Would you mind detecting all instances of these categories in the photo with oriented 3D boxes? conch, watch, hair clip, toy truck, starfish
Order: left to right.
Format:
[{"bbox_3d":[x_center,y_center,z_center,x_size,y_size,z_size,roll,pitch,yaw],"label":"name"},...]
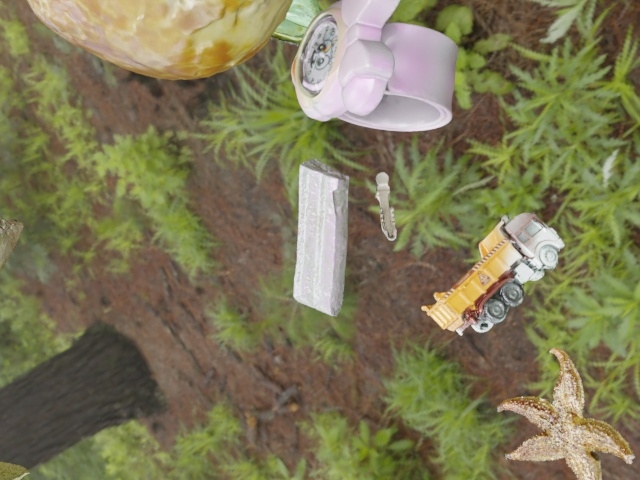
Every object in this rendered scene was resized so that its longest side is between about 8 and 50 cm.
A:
[{"bbox_3d":[-0.074,-0.422,1.684,0.170,0.079,0.106,3,116,5],"label":"conch"},{"bbox_3d":[0.156,-0.063,2.102,0.226,0.034,0.072,-95,3,-46],"label":"hair clip"},{"bbox_3d":[0.098,-0.246,1.229,0.248,0.217,0.211,-10,72,60],"label":"watch"},{"bbox_3d":[0.322,0.064,1.637,0.135,0.270,0.114,47,161,8],"label":"toy truck"},{"bbox_3d":[0.365,0.283,1.336,0.227,0.043,0.241,-10,80,43],"label":"starfish"}]

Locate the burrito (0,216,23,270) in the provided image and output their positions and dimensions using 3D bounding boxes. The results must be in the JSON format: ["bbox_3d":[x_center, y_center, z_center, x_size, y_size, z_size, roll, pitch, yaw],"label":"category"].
[{"bbox_3d":[-0.332,0.049,0.809,0.051,0.171,0.042,37,167,-39],"label":"burrito"}]

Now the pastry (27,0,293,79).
[{"bbox_3d":[-0.207,-0.366,1.102,0.388,0.388,0.313,39,100,25],"label":"pastry"}]

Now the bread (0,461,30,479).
[{"bbox_3d":[-0.401,0.307,1.052,0.109,0.084,0.080,2,93,23],"label":"bread"}]

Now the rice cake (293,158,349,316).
[{"bbox_3d":[0.001,-0.001,1.714,0.106,0.050,0.298,19,114,37],"label":"rice cake"}]
